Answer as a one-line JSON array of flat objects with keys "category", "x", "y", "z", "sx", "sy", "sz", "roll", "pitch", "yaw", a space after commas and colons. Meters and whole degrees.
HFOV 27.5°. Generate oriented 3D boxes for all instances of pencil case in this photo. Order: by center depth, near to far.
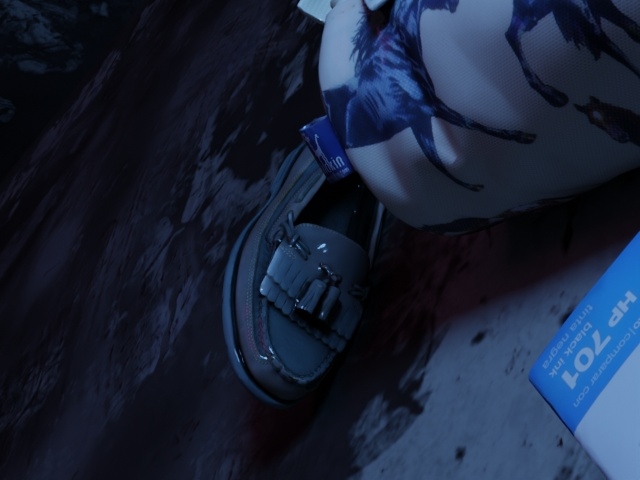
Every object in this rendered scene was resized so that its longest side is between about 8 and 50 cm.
[{"category": "pencil case", "x": 0.155, "y": -0.133, "z": 0.641, "sx": 0.410, "sy": 0.183, "sz": 0.160, "roll": -28, "pitch": 33, "yaw": 52}]

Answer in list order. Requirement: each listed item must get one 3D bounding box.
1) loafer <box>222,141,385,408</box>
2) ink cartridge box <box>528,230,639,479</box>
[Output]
[{"category": "loafer", "x": 0.000, "y": 0.000, "z": 0.936, "sx": 0.084, "sy": 0.096, "sz": 0.268, "roll": -35, "pitch": 26, "yaw": 34}, {"category": "ink cartridge box", "x": 0.157, "y": 0.080, "z": 0.351, "sx": 0.082, "sy": 0.139, "sz": 0.191, "roll": -51, "pitch": 20, "yaw": 10}]
